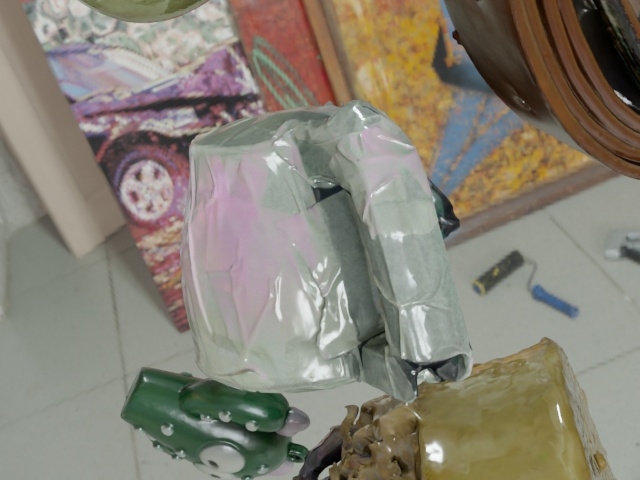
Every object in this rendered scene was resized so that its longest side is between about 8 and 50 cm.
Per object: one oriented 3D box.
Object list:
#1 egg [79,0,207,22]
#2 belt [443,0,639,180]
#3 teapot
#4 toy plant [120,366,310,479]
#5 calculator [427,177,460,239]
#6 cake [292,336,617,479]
[{"bbox_3d":[-0.160,-0.351,0.851,0.218,0.296,0.218,11,17,-3],"label":"egg"},{"bbox_3d":[0.166,-0.157,0.515,0.184,0.261,0.105,-44,35,1],"label":"belt"},{"bbox_3d":[-0.014,0.002,0.577,0.163,0.178,0.221,-11,15,-2],"label":"teapot"},{"bbox_3d":[-0.126,0.234,1.156,0.243,0.233,0.113,8,56,10],"label":"toy plant"},{"bbox_3d":[0.000,-0.036,1.157,0.248,0.058,0.274,-34,50,-9],"label":"calculator"},{"bbox_3d":[0.131,0.283,0.900,0.321,0.332,0.332,-18,34,17],"label":"cake"}]
